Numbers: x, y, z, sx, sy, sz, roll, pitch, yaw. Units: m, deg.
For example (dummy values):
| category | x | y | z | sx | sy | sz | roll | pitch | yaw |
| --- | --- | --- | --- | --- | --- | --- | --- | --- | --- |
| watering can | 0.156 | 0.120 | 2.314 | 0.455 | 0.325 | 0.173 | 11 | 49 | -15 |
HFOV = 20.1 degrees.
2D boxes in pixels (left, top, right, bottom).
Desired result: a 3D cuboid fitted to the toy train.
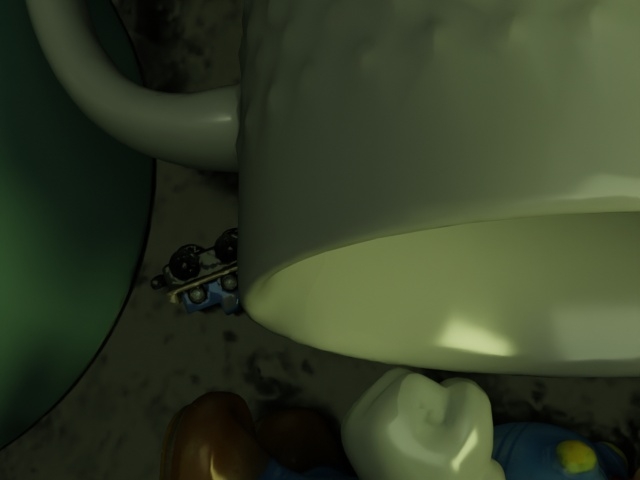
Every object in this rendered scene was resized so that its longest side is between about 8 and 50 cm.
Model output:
| category | x | y | z | sx | sy | sz | roll | pitch | yaw |
| --- | --- | --- | --- | --- | --- | --- | --- | --- | --- |
| toy train | 0.000 | 0.000 | 0.813 | 0.158 | 0.027 | 0.036 | -19 | 96 | 4 |

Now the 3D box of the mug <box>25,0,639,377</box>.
| category | x | y | z | sx | sy | sz | roll | pitch | yaw |
| --- | --- | --- | --- | --- | --- | --- | --- | --- | --- |
| mug | 0.063 | -0.130 | 0.694 | 0.374 | 0.276 | 0.328 | -2 | 75 | 13 |

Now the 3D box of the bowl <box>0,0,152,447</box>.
| category | x | y | z | sx | sy | sz | roll | pitch | yaw |
| --- | --- | --- | --- | --- | --- | --- | --- | --- | --- |
| bowl | -0.240 | -0.035 | 0.772 | 0.311 | 0.163 | 0.311 | 0 | 88 | 6 |

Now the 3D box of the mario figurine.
| category | x | y | z | sx | sy | sz | roll | pitch | yaw |
| --- | --- | --- | --- | --- | --- | --- | --- | --- | --- |
| mario figurine | 0.109 | 0.091 | 0.710 | 0.320 | 0.198 | 0.170 | 5 | 119 | 20 |
